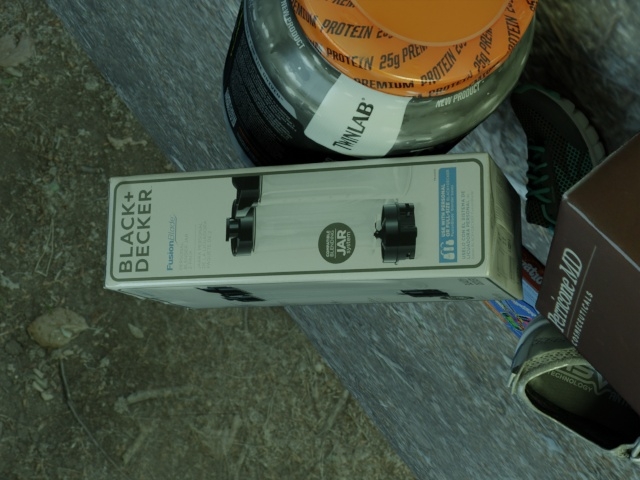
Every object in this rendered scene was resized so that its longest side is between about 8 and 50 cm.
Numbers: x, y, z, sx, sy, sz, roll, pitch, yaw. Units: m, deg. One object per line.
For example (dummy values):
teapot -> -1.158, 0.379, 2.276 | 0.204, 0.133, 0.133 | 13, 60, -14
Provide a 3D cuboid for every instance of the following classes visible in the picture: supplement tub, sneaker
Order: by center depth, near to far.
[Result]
sneaker -> 0.268, 0.147, 0.900 | 0.281, 0.115, 0.105 | 18, 113, 22
supplement tub -> 0.036, -0.150, 0.913 | 0.207, 0.207, 0.338 | 53, 168, 2
sneaker -> 0.189, -0.045, 0.944 | 0.166, 0.076, 0.065 | 57, 166, -15

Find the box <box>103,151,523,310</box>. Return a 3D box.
box -> 0.000, 0.000, 0.914 | 0.169, 0.290, 0.087 | 26, -117, -69

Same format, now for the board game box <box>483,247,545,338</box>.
board game box -> 0.257, 0.107, 1.215 | 0.281, 0.027, 0.145 | 47, 164, 25

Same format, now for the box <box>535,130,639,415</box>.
box -> 0.318, 0.102, 0.751 | 0.381, 0.143, 0.191 | 49, 167, 23
